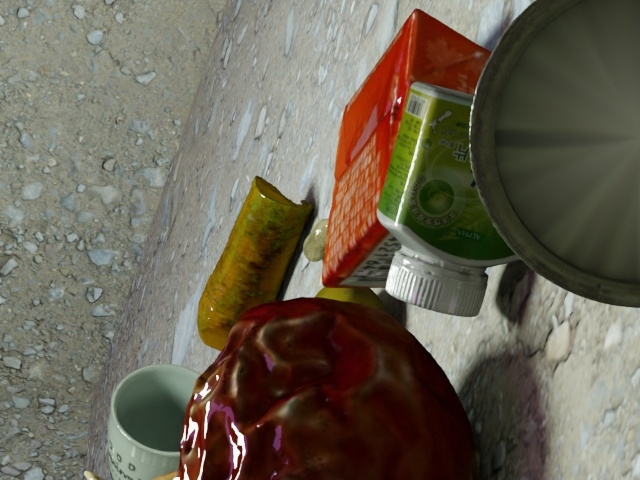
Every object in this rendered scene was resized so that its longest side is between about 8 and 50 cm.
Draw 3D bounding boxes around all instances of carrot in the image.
[{"bbox_3d":[-0.104,0.039,2.156,0.114,0.114,0.302,-96,26,-54],"label":"carrot"}]

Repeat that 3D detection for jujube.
[{"bbox_3d":[-0.004,0.240,1.227,0.276,0.276,0.377,150,134,-72],"label":"jujube"}]

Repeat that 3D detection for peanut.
[{"bbox_3d":[0.000,0.000,1.939,0.083,0.037,0.037,129,152,-48],"label":"peanut"}]

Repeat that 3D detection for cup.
[{"bbox_3d":[-0.250,0.374,2.351,0.258,0.186,0.234,55,146,35],"label":"cup"}]

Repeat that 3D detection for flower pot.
[{"bbox_3d":[0.190,-0.087,0.928,0.202,0.212,0.212,-97,24,-74],"label":"flower pot"}]

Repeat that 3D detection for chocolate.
[{"bbox_3d":[0.090,-0.084,1.505,0.237,0.108,0.234,127,153,-61],"label":"chocolate"}]

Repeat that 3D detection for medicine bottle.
[{"bbox_3d":[0.123,-0.034,1.261,0.088,0.132,0.188,-135,59,-73],"label":"medicine bottle"}]

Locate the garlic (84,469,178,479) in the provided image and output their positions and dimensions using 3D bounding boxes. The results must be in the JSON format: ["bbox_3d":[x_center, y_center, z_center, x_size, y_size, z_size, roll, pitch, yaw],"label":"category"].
[{"bbox_3d":[-0.060,0.302,1.426,0.286,0.313,0.249,-130,33,-63],"label":"garlic"}]

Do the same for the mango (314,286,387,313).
[{"bbox_3d":[0.023,0.112,1.607,0.195,0.098,0.137,-126,47,-79],"label":"mango"}]
